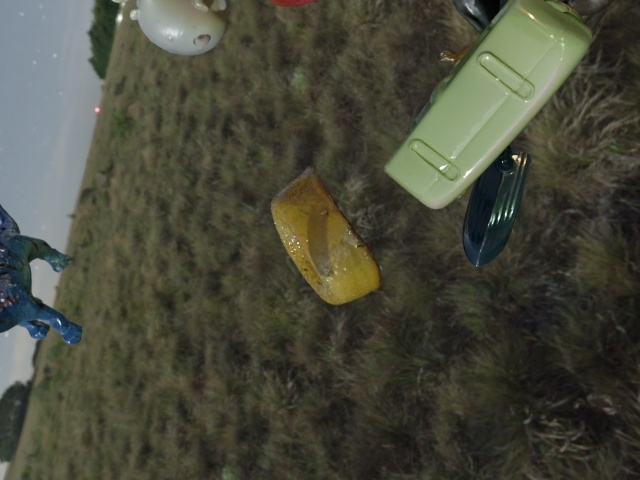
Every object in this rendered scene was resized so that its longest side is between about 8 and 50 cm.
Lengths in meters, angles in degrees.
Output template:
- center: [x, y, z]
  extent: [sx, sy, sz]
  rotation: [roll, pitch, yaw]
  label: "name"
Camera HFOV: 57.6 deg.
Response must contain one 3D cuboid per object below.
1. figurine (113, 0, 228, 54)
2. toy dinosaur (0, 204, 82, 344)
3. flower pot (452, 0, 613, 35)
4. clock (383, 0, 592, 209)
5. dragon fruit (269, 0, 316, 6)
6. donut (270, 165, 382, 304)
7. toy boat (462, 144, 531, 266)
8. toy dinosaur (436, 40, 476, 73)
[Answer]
- center: [-0.311, -0.582, 1.221]
  extent: [0.227, 0.274, 0.394]
  rotation: [49, 141, 25]
  label: "figurine"
- center: [-0.341, 0.051, 0.644]
  extent: [0.076, 0.144, 0.329]
  rotation: [-38, 36, 11]
  label: "toy dinosaur"
- center: [0.350, -0.457, 0.991]
  extent: [0.213, 0.302, 0.302]
  rotation: [-29, 39, 11]
  label: "flower pot"
- center: [0.238, -0.214, 0.823]
  extent: [0.286, 0.117, 0.348]
  rotation: [-53, -1, 35]
  label: "clock"
- center: [-0.067, -0.640, 1.195]
  extent: [0.189, 0.290, 0.291]
  rotation: [14, -91, -68]
  label: "dragon fruit"
- center: [0.002, 0.002, 1.126]
  extent: [0.278, 0.108, 0.278]
  rotation: [55, 167, 19]
  label: "donut"
- center: [0.400, -0.076, 1.347]
  extent: [0.122, 0.114, 0.296]
  rotation: [51, -123, -70]
  label: "toy boat"
- center: [0.351, -0.427, 1.286]
  extent: [0.162, 0.126, 0.039]
  rotation: [-54, -4, 24]
  label: "toy dinosaur"
